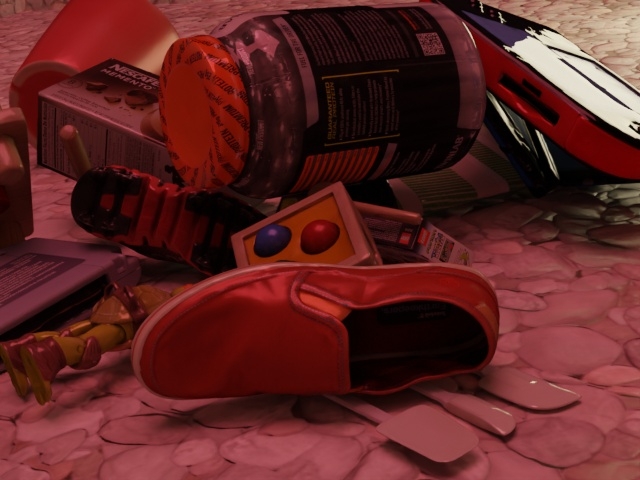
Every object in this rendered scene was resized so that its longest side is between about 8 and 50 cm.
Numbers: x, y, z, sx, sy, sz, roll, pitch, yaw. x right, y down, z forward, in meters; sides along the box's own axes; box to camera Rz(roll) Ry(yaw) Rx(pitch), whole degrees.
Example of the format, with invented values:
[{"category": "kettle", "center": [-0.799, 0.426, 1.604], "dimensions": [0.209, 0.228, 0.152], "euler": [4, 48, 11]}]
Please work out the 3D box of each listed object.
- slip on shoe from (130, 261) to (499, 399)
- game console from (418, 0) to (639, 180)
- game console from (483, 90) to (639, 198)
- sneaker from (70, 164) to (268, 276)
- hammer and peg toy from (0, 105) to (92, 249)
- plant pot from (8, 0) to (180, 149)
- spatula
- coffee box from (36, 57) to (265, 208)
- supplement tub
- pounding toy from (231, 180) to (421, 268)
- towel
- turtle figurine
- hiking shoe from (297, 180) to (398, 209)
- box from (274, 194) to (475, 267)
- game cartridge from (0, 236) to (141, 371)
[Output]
[{"category": "slip on shoe", "center": [-0.001, 0.085, 0.935], "dimensions": [0.331, 0.123, 0.101], "euler": [-6, 21, -3]}, {"category": "game console", "center": [0.324, -0.195, 1.348], "dimensions": [0.342, 0.060, 0.386], "euler": [-1, 38, -42]}, {"category": "game console", "center": [0.314, -0.193, 1.432], "dimensions": [0.173, 0.250, 0.293], "euler": [-32, 24, 16]}, {"category": "sneaker", "center": [-0.156, -0.015, 1.289], "dimensions": [0.276, 0.098, 0.135], "euler": [17, -4, 14]}, {"category": "hammer and peg toy", "center": [-0.429, -0.069, 1.311], "dimensions": [0.361, 0.266, 0.127], "euler": [-16, 62, -21]}, {"category": "plant pot", "center": [-0.399, -0.273, 1.870], "dimensions": [0.274, 0.275, 0.243], "euler": [1, 32, 20]}, {"category": "spatula", "center": [0.085, 0.128, 0.957], "dimensions": [0.168, 0.019, 0.242], "euler": [-22, 25, -32]}, {"category": "coffee box", "center": [-0.222, -0.132, 1.473], "dimensions": [0.297, 0.119, 0.168], "euler": [23, 36, 20]}, {"category": "supplement tub", "center": [0.002, -0.161, 1.220], "dimensions": [0.338, 0.207, 0.207], "euler": [-10, 19, -30]}, {"category": "pounding toy", "center": [0.007, -0.008, 1.075], "dimensions": [0.181, 0.094, 0.206], "euler": [-27, 39, 7]}, {"category": "towel", "center": [0.191, -0.111, 1.501], "dimensions": [0.324, 0.038, 0.248], "euler": [-13, 30, -20]}, {"category": "turtle figurine", "center": [-0.190, 0.089, 1.053], "dimensions": [0.217, 0.087, 0.269], "euler": [-21, 25, -33]}, {"category": "hiking shoe", "center": [0.018, -0.065, 1.386], "dimensions": [0.086, 0.114, 0.227], "euler": [-42, 62, -15]}, {"category": "box", "center": [0.058, -0.005, 1.206], "dimensions": [0.207, 0.036, 0.114], "euler": [13, -11, 42]}, {"category": "game cartridge", "center": [-0.368, 0.075, 1.202], "dimensions": [0.198, 0.062, 0.297], "euler": [1, 22, 32]}]
